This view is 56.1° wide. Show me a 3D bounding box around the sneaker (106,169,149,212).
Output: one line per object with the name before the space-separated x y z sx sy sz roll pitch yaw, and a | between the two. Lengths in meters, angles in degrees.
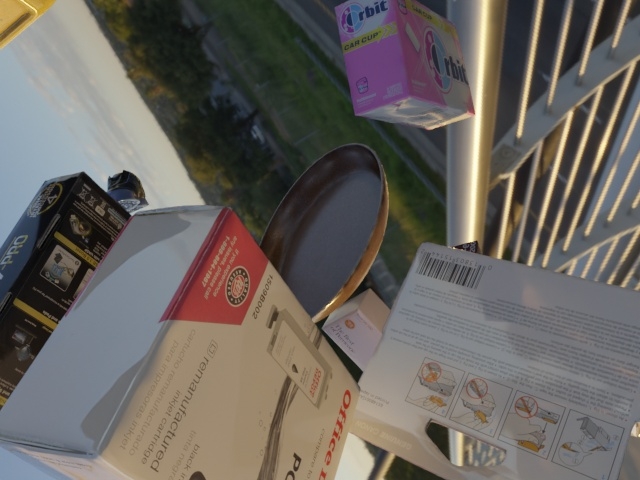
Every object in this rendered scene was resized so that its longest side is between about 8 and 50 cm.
sneaker | -0.440 -0.109 1.321 0.232 0.081 0.091 -172 58 -83

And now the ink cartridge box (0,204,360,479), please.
ink cartridge box | -0.087 0.140 0.514 0.117 0.207 0.283 -3 138 31

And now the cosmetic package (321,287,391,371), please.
cosmetic package | 0.120 0.198 1.008 0.239 0.060 0.099 46 131 -8

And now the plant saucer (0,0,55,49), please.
plant saucer | -0.570 -0.333 0.839 0.081 0.332 0.333 58 -170 17

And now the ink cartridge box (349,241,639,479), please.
ink cartridge box | 0.201 0.151 0.675 0.296 0.261 0.066 15 158 37

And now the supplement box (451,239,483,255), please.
supplement box | 0.341 0.136 1.288 0.240 0.073 0.130 64 -155 -18

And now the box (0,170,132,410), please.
box | -0.293 0.150 0.855 0.395 0.097 0.318 51 -138 -42

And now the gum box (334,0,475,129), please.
gum box | 0.098 -0.182 0.632 0.188 0.062 0.107 -7 -94 -57

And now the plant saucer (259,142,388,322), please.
plant saucer | 0.000 0.000 0.904 0.050 0.311 0.310 30 -172 -29
